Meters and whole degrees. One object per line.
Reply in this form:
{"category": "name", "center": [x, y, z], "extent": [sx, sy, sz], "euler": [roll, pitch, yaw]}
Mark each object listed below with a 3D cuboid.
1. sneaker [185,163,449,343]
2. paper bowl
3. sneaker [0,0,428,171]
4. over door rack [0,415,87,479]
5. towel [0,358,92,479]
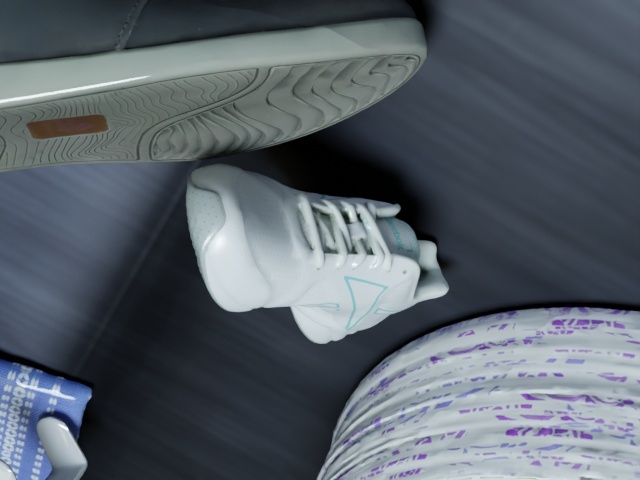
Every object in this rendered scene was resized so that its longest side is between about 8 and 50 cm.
{"category": "sneaker", "center": [0.000, 0.000, 0.567], "extent": [0.061, 0.053, 0.152], "euler": [-15, 164, 20]}
{"category": "paper bowl", "center": [0.124, 0.172, 0.662], "extent": [0.284, 0.148, 0.284], "euler": [12, 141, 10]}
{"category": "sneaker", "center": [-0.079, -0.090, 0.510], "extent": [0.222, 0.118, 0.083], "euler": [-7, 164, -10]}
{"category": "over door rack", "center": [-0.288, 0.043, 0.690], "extent": [0.239, 0.108, 0.324], "euler": [-11, 126, 26]}
{"category": "towel", "center": [-0.296, 0.090, 0.844], "extent": [0.336, 0.040, 0.243], "euler": [20, 138, -1]}
